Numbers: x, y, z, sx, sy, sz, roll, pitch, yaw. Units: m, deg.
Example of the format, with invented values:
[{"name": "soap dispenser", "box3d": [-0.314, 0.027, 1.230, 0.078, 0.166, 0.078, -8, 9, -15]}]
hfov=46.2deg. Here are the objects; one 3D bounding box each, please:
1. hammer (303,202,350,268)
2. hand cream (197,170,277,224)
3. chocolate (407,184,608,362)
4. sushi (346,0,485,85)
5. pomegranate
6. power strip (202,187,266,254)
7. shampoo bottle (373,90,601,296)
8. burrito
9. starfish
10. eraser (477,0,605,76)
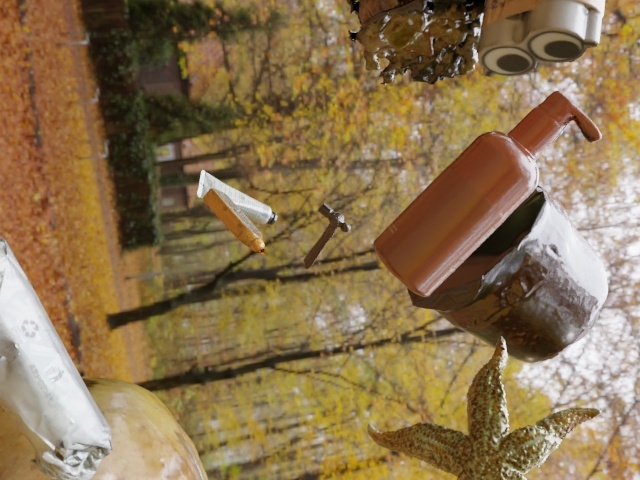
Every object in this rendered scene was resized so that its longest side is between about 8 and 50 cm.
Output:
[{"name": "hammer", "box3d": [0.000, 0.000, 1.322, 0.065, 0.021, 0.178, 44, -35, 7]}, {"name": "hand cream", "box3d": [-0.210, -0.098, 1.893, 0.050, 0.234, 0.080, -29, -134, 41]}, {"name": "chocolate", "box3d": [0.436, 0.104, 1.640, 0.331, 0.383, 0.383, 48, -6, -13]}, {"name": "sushi", "box3d": [0.138, -0.364, 1.124, 0.213, 0.200, 0.204, 90, -8, -55]}, {"name": "pomegranate", "box3d": [-0.243, 0.284, 0.744, 0.322, 0.322, 0.322, 172, -90, -78]}, {"name": "power strip", "box3d": [-0.148, -0.034, 1.325, 0.178, 0.028, 0.049, 47, 13, 32]}, {"name": "shampoo bottle", "box3d": [0.163, -0.051, 0.759, 0.085, 0.244, 0.085, 44, 10, -10]}, {"name": "burrito", "box3d": [-0.211, 0.084, 0.525, 0.203, 0.064, 0.064, 65, -7, -16]}, {"name": "starfish", "box3d": [0.263, 0.333, 1.089, 0.358, 0.347, 0.078, 50, -6, 28]}, {"name": "eraser", "box3d": [0.298, -0.375, 1.007, 0.171, 0.087, 0.290, -8, -116, 49]}]
